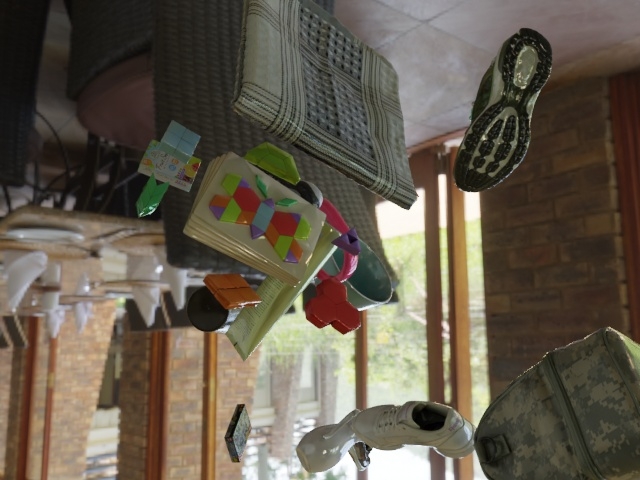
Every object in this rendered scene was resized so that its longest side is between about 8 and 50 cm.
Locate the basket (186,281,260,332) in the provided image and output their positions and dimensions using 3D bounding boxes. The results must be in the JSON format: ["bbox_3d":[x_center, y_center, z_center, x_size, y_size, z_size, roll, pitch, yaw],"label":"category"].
[{"bbox_3d":[-0.275,0.195,1.837,0.204,0.154,0.227,-24,169,10],"label":"basket"}]

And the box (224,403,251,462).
[{"bbox_3d":[-0.231,0.541,1.804,0.027,0.094,0.137,-5,-153,12],"label":"box"}]

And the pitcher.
[{"bbox_3d":[0.034,0.592,1.915,0.207,0.125,0.177,-24,140,-25],"label":"pitcher"}]

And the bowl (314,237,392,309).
[{"bbox_3d":[0.095,0.136,2.306,0.312,0.311,0.163,11,136,-48],"label":"bowl"}]

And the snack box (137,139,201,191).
[{"bbox_3d":[-0.398,-0.199,1.697,0.141,0.100,0.037,22,137,-13],"label":"snack box"}]

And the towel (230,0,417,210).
[{"bbox_3d":[0.018,-0.228,0.911,0.312,0.324,0.056,26,134,-31],"label":"towel"}]

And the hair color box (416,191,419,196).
[{"bbox_3d":[0.192,-0.154,1.620,0.043,0.072,0.141,-37,139,13],"label":"hair color box"}]

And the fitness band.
[{"bbox_3d":[0.000,0.000,1.964,0.054,0.290,0.209,-13,154,-46],"label":"fitness band"}]

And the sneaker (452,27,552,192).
[{"bbox_3d":[0.427,-0.305,1.577,0.158,0.410,0.182,25,179,-12],"label":"sneaker"}]

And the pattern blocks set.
[{"bbox_3d":[-0.081,-0.028,0.865,0.325,0.285,0.026,21,139,-24],"label":"pattern blocks set"}]

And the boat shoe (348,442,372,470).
[{"bbox_3d":[0.145,0.740,2.304,0.092,0.102,0.285,-23,133,3],"label":"boat shoe"}]

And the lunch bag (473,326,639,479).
[{"bbox_3d":[0.402,0.296,0.942,0.305,0.212,0.256,26,132,-38],"label":"lunch bag"}]

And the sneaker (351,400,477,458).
[{"bbox_3d":[0.191,0.396,1.422,0.305,0.114,0.152,-8,135,36],"label":"sneaker"}]

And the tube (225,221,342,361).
[{"bbox_3d":[-0.059,0.071,0.987,0.062,0.240,0.070,38,178,9],"label":"tube"}]

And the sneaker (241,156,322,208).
[{"bbox_3d":[-0.133,-0.113,1.636,0.269,0.153,0.101,22,135,-3],"label":"sneaker"}]
